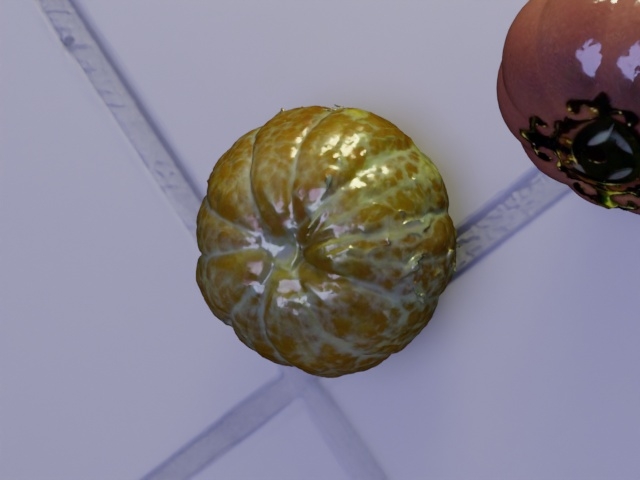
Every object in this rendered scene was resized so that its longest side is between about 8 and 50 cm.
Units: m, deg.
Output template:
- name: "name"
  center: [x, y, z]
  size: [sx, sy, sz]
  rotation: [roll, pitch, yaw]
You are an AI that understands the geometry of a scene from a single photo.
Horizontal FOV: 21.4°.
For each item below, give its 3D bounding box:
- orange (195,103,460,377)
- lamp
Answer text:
- name: "orange"
  center: [0.000, 0.000, 2.021]
  size: [0.329, 0.249, 0.329]
  rotation: [1, 94, 21]
- name: "lamp"
  center: [0.343, -0.172, 1.818]
  size: [0.305, 0.239, 0.305]
  rotation: [20, 151, 12]
